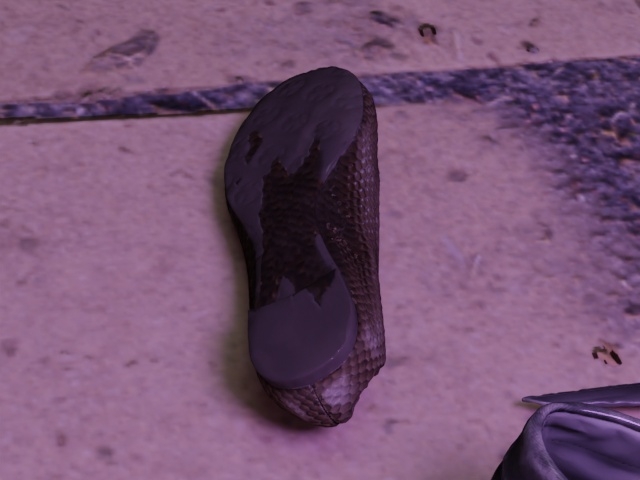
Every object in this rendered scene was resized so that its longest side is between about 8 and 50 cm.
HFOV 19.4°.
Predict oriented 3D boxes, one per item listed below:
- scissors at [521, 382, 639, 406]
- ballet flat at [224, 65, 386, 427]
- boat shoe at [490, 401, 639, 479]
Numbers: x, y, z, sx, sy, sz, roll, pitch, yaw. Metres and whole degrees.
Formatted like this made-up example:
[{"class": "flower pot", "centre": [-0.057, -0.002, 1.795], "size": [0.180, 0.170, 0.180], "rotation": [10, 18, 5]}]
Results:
[{"class": "scissors", "centre": [0.245, 0.067, 0.933], "size": [0.297, 0.021, 0.109], "rotation": [8, 46, -2]}, {"class": "ballet flat", "centre": [0.000, 0.000, 0.930], "size": [0.084, 0.058, 0.250], "rotation": [-24, 37, 15]}, {"class": "boat shoe", "centre": [0.212, 0.170, 0.741], "size": [0.335, 0.119, 0.121], "rotation": [21, 44, 11]}]
